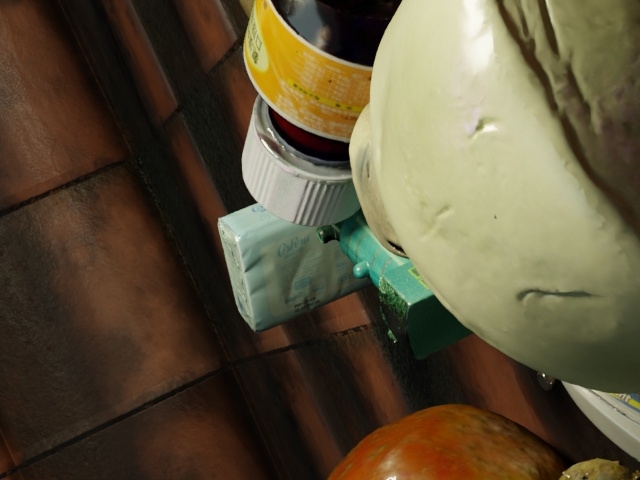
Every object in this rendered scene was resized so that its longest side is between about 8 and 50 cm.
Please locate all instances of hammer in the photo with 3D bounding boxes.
[{"bbox_3d":[0.342,0.156,1.794,0.029,0.058,0.292,63,158,-12],"label":"hammer"}]

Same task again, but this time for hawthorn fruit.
[{"bbox_3d":[0.151,0.396,2.023,0.403,0.403,0.403,54,159,31],"label":"hawthorn fruit"}]

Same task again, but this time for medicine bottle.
[{"bbox_3d":[0.023,-0.181,1.847,0.242,0.242,0.395,55,148,29],"label":"medicine bottle"}]

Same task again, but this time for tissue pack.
[{"bbox_3d":[0.000,0.000,2.193,0.089,0.263,0.177,49,155,49],"label":"tissue pack"}]

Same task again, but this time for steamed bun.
[{"bbox_3d":[0.222,-0.088,1.401,0.456,0.290,0.371,61,161,12],"label":"steamed bun"}]

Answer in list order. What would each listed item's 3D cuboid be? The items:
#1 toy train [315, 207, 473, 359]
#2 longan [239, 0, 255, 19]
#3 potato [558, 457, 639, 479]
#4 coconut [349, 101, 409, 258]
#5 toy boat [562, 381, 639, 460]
[{"bbox_3d":[0.118,0.007,1.980,0.298,0.194,0.120,46,156,47],"label":"toy train"},{"bbox_3d":[-0.011,-0.330,1.980,0.204,0.159,0.185,-38,92,35],"label":"longan"},{"bbox_3d":[0.349,0.378,1.848,0.141,0.191,0.296,-77,-28,-65],"label":"potato"},{"bbox_3d":[0.140,-0.068,1.683,0.224,0.224,0.224,54,159,31],"label":"coconut"},{"bbox_3d":[0.360,0.174,1.612,0.269,0.141,0.141,46,155,30],"label":"toy boat"}]
